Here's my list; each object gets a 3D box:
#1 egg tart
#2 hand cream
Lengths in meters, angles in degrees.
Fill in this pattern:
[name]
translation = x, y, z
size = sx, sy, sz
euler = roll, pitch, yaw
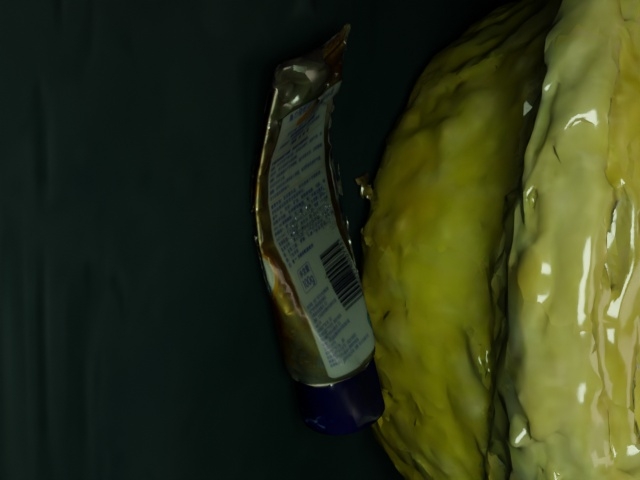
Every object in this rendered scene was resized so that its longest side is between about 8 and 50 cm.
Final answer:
[egg tart]
translation = 0.129, 0.020, 0.642
size = 0.388, 0.169, 0.388
euler = -22, 115, -60
[hand cream]
translation = 0.000, 0.000, 0.532
size = 0.062, 0.039, 0.163
euler = -37, 127, -50
